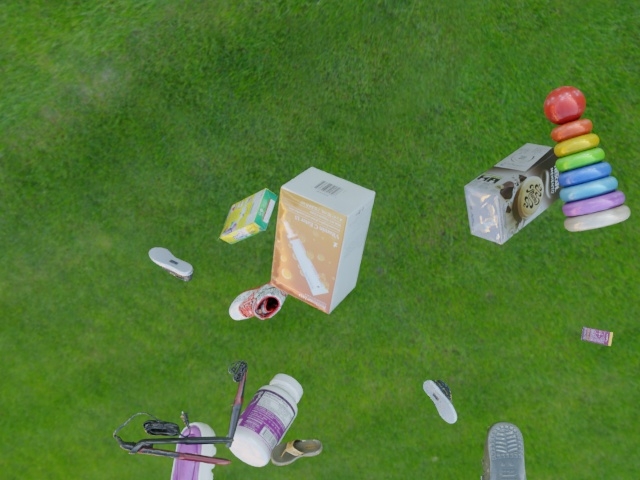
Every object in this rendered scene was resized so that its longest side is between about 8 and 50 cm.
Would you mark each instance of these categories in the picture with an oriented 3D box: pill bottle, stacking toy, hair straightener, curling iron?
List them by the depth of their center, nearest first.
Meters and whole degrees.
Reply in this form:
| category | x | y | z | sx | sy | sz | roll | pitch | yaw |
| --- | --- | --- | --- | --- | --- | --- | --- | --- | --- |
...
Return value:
| category | x | y | z | sx | sy | sz | roll | pitch | yaw |
| --- | --- | --- | --- | --- | --- | --- | --- | --- | --- |
| hair straightener | -0.281 | 0.378 | 1.093 | 0.230 | 0.089 | 0.047 | 9 | 154 | -7 |
| stacking toy | 0.599 | -0.194 | 1.298 | 0.141 | 0.141 | 0.330 | -14 | 91 | 20 |
| curling iron | -0.271 | 0.509 | 1.770 | 0.068 | 0.274 | 0.035 | 9 | 178 | -39 |
| pill bottle | -0.185 | 0.621 | 1.987 | 0.169 | 0.301 | 0.169 | 17 | 131 | 20 |

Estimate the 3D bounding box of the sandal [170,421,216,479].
| category | x | y | z | sx | sy | sz | roll | pitch | yaw |
| --- | --- | --- | --- | --- | --- | --- | --- | --- | --- |
| sandal | -0.308 | 0.588 | 1.178 | 0.102 | 0.416 | 0.169 | 28 | 131 | -33 |

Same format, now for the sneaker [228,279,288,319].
| category | x | y | z | sx | sy | sz | roll | pitch | yaw |
| --- | --- | --- | --- | --- | --- | --- | --- | --- | --- |
| sneaker | -0.232 | 0.230 | 1.975 | 0.270 | 0.145 | 0.090 | -29 | 107 | 20 |

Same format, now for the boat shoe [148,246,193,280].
| category | x | y | z | sx | sy | sz | roll | pitch | yaw |
| --- | --- | --- | --- | --- | --- | --- | --- | --- | --- |
| boat shoe | -0.390 | 0.064 | 1.465 | 0.142 | 0.049 | 0.040 | 26 | 136 | 23 |

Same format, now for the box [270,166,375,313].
| category | x | y | z | sx | sy | sz | roll | pitch | yaw |
| --- | --- | --- | --- | --- | --- | --- | --- | --- | --- |
| box | 0.000 | 0.000 | 1.623 | 0.215 | 0.168 | 0.345 | 24 | 128 | 21 |

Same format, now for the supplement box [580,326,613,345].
| category | x | y | z | sx | sy | sz | roll | pitch | yaw |
| --- | --- | --- | --- | --- | --- | --- | --- | --- | --- |
| supplement box | 0.845 | 0.293 | 1.728 | 0.083 | 0.055 | 0.043 | 10 | 86 | 23 |

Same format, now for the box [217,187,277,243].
| category | x | y | z | sx | sy | sz | roll | pitch | yaw |
| --- | --- | --- | --- | --- | --- | --- | --- | --- | --- |
| box | -0.186 | -0.054 | 1.396 | 0.043 | 0.105 | 0.179 | 35 | 147 | -31 |

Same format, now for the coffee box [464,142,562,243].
| category | x | y | z | sx | sy | sz | roll | pitch | yaw |
| --- | --- | --- | --- | --- | --- | --- | --- | --- | --- |
| coffee box | 0.571 | -0.144 | 1.653 | 0.119 | 0.297 | 0.168 | 26 | 142 | 49 |

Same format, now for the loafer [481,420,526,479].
| category | x | y | z | sx | sy | sz | roll | pitch | yaw |
| --- | --- | --- | --- | --- | --- | --- | --- | --- | --- |
| loafer | 0.386 | 0.498 | 1.185 | 0.094 | 0.087 | 0.251 | 3 | 91 | 8 |

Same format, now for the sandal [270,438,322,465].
| category | x | y | z | sx | sy | sz | roll | pitch | yaw |
| --- | --- | --- | --- | --- | --- | --- | --- | --- | --- |
| sandal | -0.077 | 0.681 | 1.844 | 0.180 | 0.072 | 0.049 | -6 | 134 | -18 |

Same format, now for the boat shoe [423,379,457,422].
| category | x | y | z | sx | sy | sz | roll | pitch | yaw |
| --- | --- | --- | --- | --- | --- | --- | --- | --- | --- |
| boat shoe | 0.464 | 0.589 | 2.091 | 0.083 | 0.183 | 0.065 | 4 | 128 | -37 |
